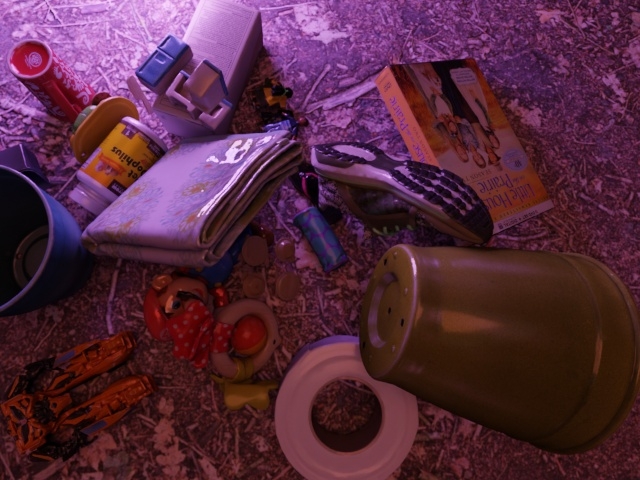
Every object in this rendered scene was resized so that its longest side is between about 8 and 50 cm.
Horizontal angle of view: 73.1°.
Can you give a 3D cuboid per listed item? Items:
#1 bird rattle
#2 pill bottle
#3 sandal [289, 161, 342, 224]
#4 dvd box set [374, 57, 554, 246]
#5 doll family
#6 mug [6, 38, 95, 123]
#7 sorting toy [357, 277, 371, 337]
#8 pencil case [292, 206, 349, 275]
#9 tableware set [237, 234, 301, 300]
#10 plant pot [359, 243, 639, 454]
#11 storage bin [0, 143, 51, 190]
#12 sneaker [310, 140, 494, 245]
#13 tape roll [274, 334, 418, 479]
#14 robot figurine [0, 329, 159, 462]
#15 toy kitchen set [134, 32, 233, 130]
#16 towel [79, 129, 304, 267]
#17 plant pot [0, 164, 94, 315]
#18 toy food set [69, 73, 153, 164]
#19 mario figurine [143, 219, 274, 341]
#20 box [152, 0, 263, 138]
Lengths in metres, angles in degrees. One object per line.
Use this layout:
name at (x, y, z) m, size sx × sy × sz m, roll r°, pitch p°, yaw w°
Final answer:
bird rattle at (-0.177, 0.206, 0.872) m, size 0.207 × 0.143 × 0.253 m, roll -44°, pitch 116°, yaw -35°
pill bottle at (-0.446, -0.157, 0.952) m, size 0.117 × 0.117 × 0.215 m, roll 33°, pitch 79°, yaw 3°
sandal at (-0.010, -0.119, 1.010) m, size 0.067 × 0.040 × 0.179 m, roll -36°, pitch 83°, yaw -8°
dvd box set at (0.333, -0.215, 0.982) m, size 0.307 × 0.062 × 0.420 m, roll -18°, pitch 79°, yaw -32°
doll family at (-0.101, -0.313, 1.031) m, size 0.111 × 0.076 × 0.193 m, roll -18°, pitch 86°, yaw -11°
mug at (-0.577, -0.344, 0.954) m, size 0.150 × 0.169 × 0.113 m, roll 29°, pitch 78°, yaw 3°
sorting toy at (0.183, 0.200, 0.961) m, size 0.193 × 0.038 × 0.208 m, roll 12°, pitch 78°, yaw -1°
pencil case at (0.000, 0.000, 0.976) m, size 0.070 × 0.064 × 0.152 m, roll -36°, pitch 82°, yaw 29°
tableware set at (-0.108, 0.061, 0.936) m, size 0.168 × 0.020 × 0.141 m, roll 4°, pitch 89°, yaw -40°
plant pot at (0.271, 0.158, 0.776) m, size 0.353 × 0.366 × 0.367 m, roll 15°, pitch 78°, yaw -12°
storage bin at (-0.693, -0.152, 0.954) m, size 0.135 × 0.098 × 0.091 m, roll -24°, pitch 71°, yaw -8°
sneaker at (0.148, -0.069, 0.887) m, size 0.410 × 0.182 × 0.158 m, roll 30°, pitch 40°, yaw 31°
tape roll at (0.049, 0.340, 0.879) m, size 0.286 × 0.100 × 0.286 m, roll 0°, pitch 86°, yaw -1°
robot figurine at (-0.498, 0.313, 0.873) m, size 0.291 × 0.085 × 0.211 m, roll -29°, pitch 81°, yaw -9°
toy kitchen set at (-0.263, -0.341, 0.849) m, size 0.207 × 0.166 × 0.122 m, roll 34°, pitch 80°, yaw 3°
towel at (-0.248, -0.092, 0.825) m, size 0.374 × 0.090 × 0.320 m, roll 3°, pitch 43°, yaw 36°
plant pot at (-0.588, 0.025, 0.837) m, size 0.271 × 0.255 × 0.272 m, roll 1°, pitch 78°, yaw -2°
toy food set at (-0.487, -0.269, 0.976) m, size 0.071 × 0.128 × 0.218 m, roll 31°, pitch 77°, yaw 18°
mario figurine at (-0.227, 0.078, 0.896) m, size 0.198 × 0.170 × 0.320 m, roll 37°, pitch 78°, yaw 2°
box at (-0.253, -0.391, 1.007) m, size 0.148 × 0.121 × 0.311 m, roll 20°, pitch 78°, yaw 0°
